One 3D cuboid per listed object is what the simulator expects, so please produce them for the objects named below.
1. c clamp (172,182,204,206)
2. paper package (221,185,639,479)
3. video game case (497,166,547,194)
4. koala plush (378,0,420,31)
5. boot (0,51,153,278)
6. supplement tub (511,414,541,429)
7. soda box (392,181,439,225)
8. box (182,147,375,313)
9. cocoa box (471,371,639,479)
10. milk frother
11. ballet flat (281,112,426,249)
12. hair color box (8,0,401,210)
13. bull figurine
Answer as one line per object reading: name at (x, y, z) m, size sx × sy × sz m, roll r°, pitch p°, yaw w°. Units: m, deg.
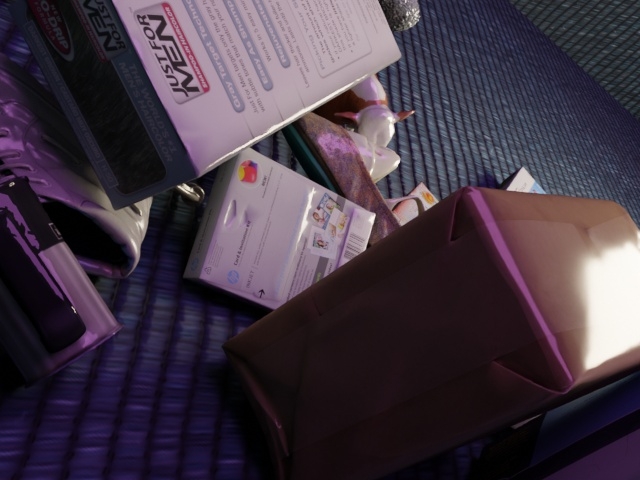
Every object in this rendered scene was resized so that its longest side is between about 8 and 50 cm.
c clamp at (-0.156, -0.081, 0.839) m, size 0.137 × 0.022 × 0.160 m, roll 44°, pitch 4°, yaw -36°
paper package at (0.133, 0.098, 0.788) m, size 0.325 × 0.309 × 0.168 m, roll -1°, pitch 61°, yaw -53°
video game case at (0.415, 0.009, 1.542) m, size 0.269 × 0.061 × 0.244 m, roll 48°, pitch 30°, yaw 1°
koala plush at (0.001, -0.383, 1.354) m, size 0.221 × 0.196 × 0.203 m, roll 22°, pitch 27°, yaw -38°
boot at (-0.250, -0.066, 0.702) m, size 0.258 × 0.095 × 0.123 m, roll 32°, pitch 26°, yaw -28°
supplement tub at (0.396, 0.198, 1.099) m, size 0.331 × 0.241 × 0.241 m, roll 27°, pitch 35°, yaw -32°
soda box at (0.113, -0.019, 1.167) m, size 0.058 × 0.063 × 0.183 m, roll 50°, pitch 29°, yaw 0°
box at (-0.037, 0.004, 0.885) m, size 0.186 × 0.038 × 0.145 m, roll 25°, pitch 74°, yaw -35°
cocoa box at (0.332, 0.267, 0.818) m, size 0.231 × 0.347 × 0.228 m, roll 50°, pitch 29°, yaw -1°
milk frother at (-0.239, 0.047, 0.598) m, size 0.134 × 0.143 × 0.129 m, roll 58°, pitch -2°, yaw -5°
ballet flat at (0.063, -0.047, 1.032) m, size 0.316 × 0.106 × 0.107 m, roll 60°, pitch -8°, yaw -10°
hair color box at (-0.079, -0.192, 0.795) m, size 0.374 × 0.114 × 0.185 m, roll -40°, pitch 109°, yaw -51°
bull figurine at (0.003, -0.222, 1.140) m, size 0.101 × 0.188 × 0.310 m, roll -30°, pitch 82°, yaw -18°
